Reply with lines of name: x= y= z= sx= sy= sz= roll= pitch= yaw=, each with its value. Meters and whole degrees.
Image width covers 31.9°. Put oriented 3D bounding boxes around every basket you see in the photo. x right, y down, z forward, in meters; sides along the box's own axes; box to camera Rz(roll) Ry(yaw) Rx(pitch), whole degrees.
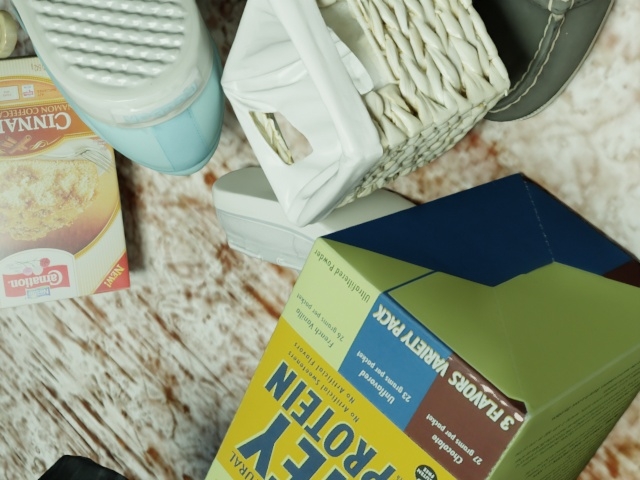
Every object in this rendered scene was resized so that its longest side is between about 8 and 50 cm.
basket: x=0.020 y=-0.089 z=0.638 sx=0.113 sy=0.103 sz=0.167 roll=64 pitch=163 yaw=5

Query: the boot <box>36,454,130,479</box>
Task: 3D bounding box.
boot: x=0.008 y=0.344 z=0.691 sx=0.367 sy=0.146 sz=0.445 roll=-2 pitch=122 yaw=39

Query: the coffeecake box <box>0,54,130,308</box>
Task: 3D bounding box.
coffeecake box: x=-0.231 y=-0.047 z=0.860 sx=0.068 sy=0.142 sz=0.185 roll=-150 pitch=53 yaw=-69

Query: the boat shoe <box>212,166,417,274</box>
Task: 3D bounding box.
boat shoe: x=0.000 y=0.000 z=0.750 sx=0.184 sy=0.066 sz=0.063 roll=13 pitch=124 yaw=33

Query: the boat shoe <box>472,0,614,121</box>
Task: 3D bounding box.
boat shoe: x=0.115 y=-0.214 z=0.571 sx=0.112 sy=0.095 sz=0.335 roll=32 pitch=120 yaw=28

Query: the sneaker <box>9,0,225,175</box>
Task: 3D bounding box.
sneaker: x=-0.170 y=-0.190 z=0.788 sx=0.150 sy=0.135 sz=0.366 roll=77 pitch=170 yaw=-61

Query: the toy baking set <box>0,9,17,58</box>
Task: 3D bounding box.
toy baking set: x=-0.275 y=-0.149 z=0.745 sx=0.196 sy=0.030 sz=0.256 roll=56 pitch=128 yaw=25

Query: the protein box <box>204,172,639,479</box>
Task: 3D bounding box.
protein box: x=0.068 y=0.094 z=0.629 sx=0.136 sy=0.200 sz=0.201 roll=41 pitch=124 yaw=25
